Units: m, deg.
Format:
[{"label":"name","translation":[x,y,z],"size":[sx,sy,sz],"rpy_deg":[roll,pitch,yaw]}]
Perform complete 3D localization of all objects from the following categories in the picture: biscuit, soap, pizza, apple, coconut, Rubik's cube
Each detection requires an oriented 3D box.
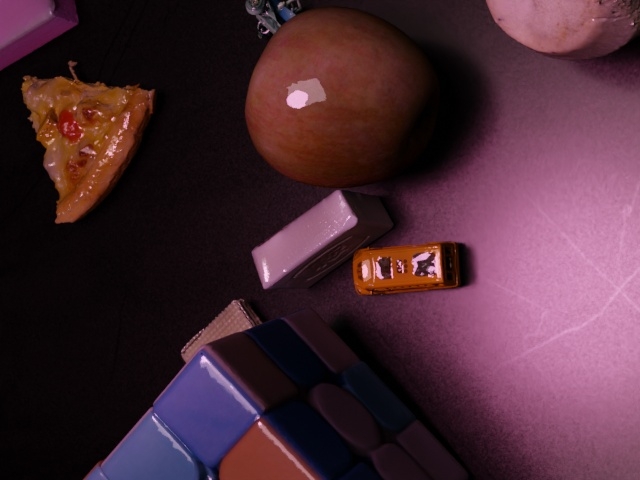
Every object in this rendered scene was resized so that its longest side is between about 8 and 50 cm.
[{"label":"biscuit","translation":[-0.100,0.221,1.861],"size":[0.147,0.046,0.250],"rpy_deg":[-47,66,22]},{"label":"soap","translation":[-0.551,-0.410,2.153],"size":[0.259,0.081,0.181],"rpy_deg":[-24,76,27]},{"label":"pizza","translation":[-0.426,-0.189,2.068],"size":[0.287,0.075,0.280],"rpy_deg":[35,104,28]},{"label":"apple","translation":[0.034,-0.187,1.686],"size":[0.234,0.257,0.257],"rpy_deg":[25,100,17]},{"label":"soap","translation":[0.000,0.000,1.770],"size":[0.183,0.121,0.064],"rpy_deg":[-36,69,25]},{"label":"coconut","translation":[0.333,-0.358,1.525],"size":[0.245,0.247,0.245],"rpy_deg":[29,141,26]},{"label":"Rubik's cube","translation":[-0.068,0.338,1.628],"size":[0.346,0.347,0.344],"rpy_deg":[45,109,11]}]

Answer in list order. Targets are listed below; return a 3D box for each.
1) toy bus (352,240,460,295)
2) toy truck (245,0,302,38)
[{"label":"toy bus","translation":[0.111,0.039,1.728],"size":[0.162,0.074,0.070],"rpy_deg":[-6,85,30]},{"label":"toy truck","translation":[-0.037,-0.317,1.848],"size":[0.078,0.080,0.154],"rpy_deg":[-42,65,-7]}]
